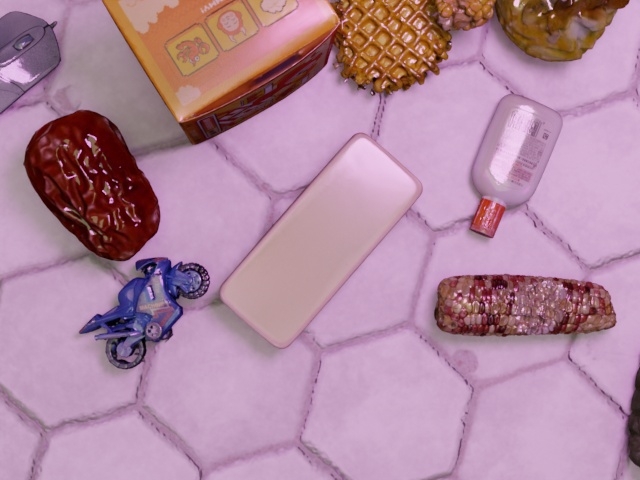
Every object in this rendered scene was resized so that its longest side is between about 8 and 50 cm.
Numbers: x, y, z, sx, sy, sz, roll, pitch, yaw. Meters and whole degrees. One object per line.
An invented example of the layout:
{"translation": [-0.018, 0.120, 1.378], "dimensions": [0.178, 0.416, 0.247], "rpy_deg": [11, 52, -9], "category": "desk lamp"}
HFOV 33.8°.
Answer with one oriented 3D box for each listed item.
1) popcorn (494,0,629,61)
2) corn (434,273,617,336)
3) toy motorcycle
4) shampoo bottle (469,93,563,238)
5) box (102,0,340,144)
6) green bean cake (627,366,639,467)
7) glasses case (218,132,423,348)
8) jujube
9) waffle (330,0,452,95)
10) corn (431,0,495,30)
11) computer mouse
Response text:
{"translation": [0.371, -0.368, 1.576], "dimensions": [0.197, 0.212, 0.198], "rpy_deg": [-2, 94, -37], "category": "popcorn"}
{"translation": [0.317, 0.102, 1.617], "dimensions": [0.289, 0.098, 0.098], "rpy_deg": [2, 90, -4], "category": "corn"}
{"translation": [-0.265, 0.098, 1.599], "dimensions": [0.114, 0.076, 0.205], "rpy_deg": [43, 90, 7], "category": "toy motorcycle"}
{"translation": [0.292, -0.112, 1.637], "dimensions": [0.108, 0.051, 0.221], "rpy_deg": [23, 89, -4], "category": "shampoo bottle"}
{"translation": [-0.132, -0.292, 1.498], "dimensions": [0.259, 0.283, 0.214], "rpy_deg": [-33, 90, -2], "category": "box"}
{"translation": [0.598, 0.262, 1.619], "dimensions": [0.222, 0.125, 0.227], "rpy_deg": [13, 87, -1], "category": "green bean cake"}
{"translation": [0.000, 0.000, 1.609], "dimensions": [0.144, 0.076, 0.336], "rpy_deg": [42, 88, -3], "category": "glasses case"}
{"translation": [-0.330, -0.081, 1.558], "dimensions": [0.155, 0.155, 0.230], "rpy_deg": [-38, 98, -3], "category": "jujube"}
{"translation": [0.104, -0.324, 1.621], "dimensions": [0.197, 0.070, 0.193], "rpy_deg": [-16, 91, 0], "category": "waffle"}
{"translation": [0.234, -0.445, 1.583], "dimensions": [0.101, 0.101, 0.292], "rpy_deg": [14, 66, -3], "category": "corn"}
{"translation": [-0.486, -0.257, 1.587], "dimensions": [0.229, 0.068, 0.113], "rpy_deg": [-44, 94, -2], "category": "computer mouse"}
